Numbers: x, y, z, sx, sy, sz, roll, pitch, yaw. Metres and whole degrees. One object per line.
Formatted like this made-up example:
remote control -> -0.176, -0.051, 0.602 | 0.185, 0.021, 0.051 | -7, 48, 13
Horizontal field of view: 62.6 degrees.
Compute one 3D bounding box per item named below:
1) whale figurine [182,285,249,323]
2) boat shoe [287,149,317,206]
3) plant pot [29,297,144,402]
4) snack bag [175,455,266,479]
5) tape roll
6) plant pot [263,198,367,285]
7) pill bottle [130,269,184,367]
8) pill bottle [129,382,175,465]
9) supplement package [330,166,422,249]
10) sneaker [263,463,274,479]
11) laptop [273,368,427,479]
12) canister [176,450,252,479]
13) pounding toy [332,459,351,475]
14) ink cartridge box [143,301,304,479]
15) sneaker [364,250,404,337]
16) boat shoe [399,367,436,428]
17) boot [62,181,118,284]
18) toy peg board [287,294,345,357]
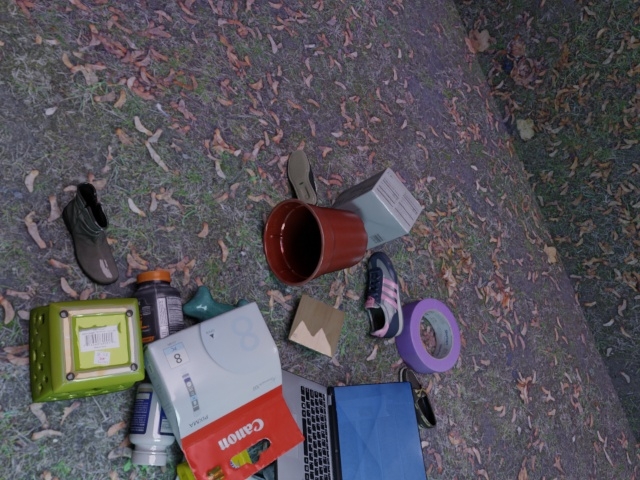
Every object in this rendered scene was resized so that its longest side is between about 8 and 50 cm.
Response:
whale figurine -> -0.259, 0.243, 1.492 | 0.272, 0.141, 0.216 | 48, 51, -13
boat shoe -> -0.061, -0.212, 1.877 | 0.079, 0.083, 0.233 | 42, 31, -68
plant pot -> -0.539, 0.246, 1.231 | 0.228, 0.207, 0.228 | 1, 74, -37
snack bag -> -0.269, 0.754, 1.363 | 0.323, 0.037, 0.343 | 34, 55, -23
tape roll -> 0.410, 0.364, 2.007 | 0.274, 0.090, 0.275 | 15, 65, -34
plant pot -> 0.000, 0.000, 1.724 | 0.264, 0.272, 0.273 | -4, 76, -47
pill bottle -> -0.428, 0.205, 1.383 | 0.130, 0.130, 0.246 | 1, 73, -38
pill bottle -> -0.414, 0.457, 1.311 | 0.111, 0.112, 0.187 | 19, 63, -32
supplement package -> 0.191, -0.104, 1.895 | 0.204, 0.261, 0.145 | 48, 52, -15
sneaker -> -0.088, 0.727, 1.416 | 0.210, 0.137, 0.366 | 58, 31, -7
laptop -> 0.085, 0.553, 1.450 | 0.407, 0.236, 0.382 | 36, 38, -44
canister -> -0.272, 0.593, 1.363 | 0.169, 0.073, 0.126 | -19, 81, -44
pounding toy -> 0.086, 0.723, 1.626 | 0.237, 0.110, 0.183 | 41, 34, -58
ink cartridge box -> -0.220, 0.379, 1.296 | 0.308, 0.091, 0.385 | -19, 75, -39
sneaker -> 0.212, 0.193, 1.900 | 0.131, 0.112, 0.320 | 0, 72, -41
boat shoe -> 0.356, 0.566, 1.901 | 0.081, 0.068, 0.228 | -16, 84, -41
boot -> -0.572, -0.011, 1.329 | 0.083, 0.161, 0.247 | -27, 91, -40
toy peg board -> -0.022, 0.288, 1.719 | 0.160, 0.079, 0.161 | 25, 58, -11
